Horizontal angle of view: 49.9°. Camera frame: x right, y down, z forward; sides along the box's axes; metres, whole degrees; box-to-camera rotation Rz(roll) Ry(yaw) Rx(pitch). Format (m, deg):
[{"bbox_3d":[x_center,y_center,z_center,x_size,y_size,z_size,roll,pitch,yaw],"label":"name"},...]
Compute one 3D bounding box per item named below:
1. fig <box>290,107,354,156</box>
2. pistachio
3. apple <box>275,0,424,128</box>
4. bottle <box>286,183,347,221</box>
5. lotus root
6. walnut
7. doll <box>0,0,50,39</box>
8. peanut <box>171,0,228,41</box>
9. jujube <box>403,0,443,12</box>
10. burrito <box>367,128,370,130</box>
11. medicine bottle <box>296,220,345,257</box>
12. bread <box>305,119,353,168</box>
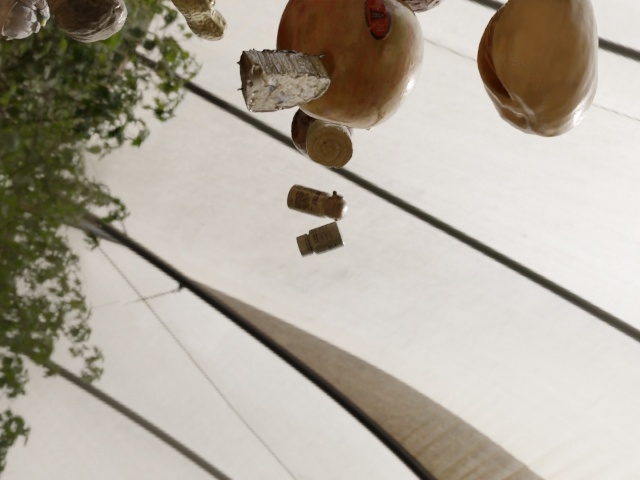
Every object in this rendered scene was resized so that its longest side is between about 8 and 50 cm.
[{"bbox_3d":[0.003,-0.381,2.423,0.263,0.224,0.224,-50,161,-86],"label":"fig"},{"bbox_3d":[0.418,-0.348,1.297,0.230,0.230,0.308,167,-68,-65],"label":"pistachio"},{"bbox_3d":[0.074,-0.474,1.773,0.391,0.392,0.346,-129,-124,-65],"label":"apple"},{"bbox_3d":[-0.006,-0.136,2.410,0.097,0.209,0.110,-22,125,-63],"label":"bottle"},{"bbox_3d":[-0.096,-0.348,1.510,0.170,0.261,0.074,-37,-107,45],"label":"lotus root"},{"bbox_3d":[-0.696,-0.706,2.060,0.224,0.224,0.224,-50,-151,41],"label":"walnut"},{"bbox_3d":[-0.684,-0.604,1.625,0.287,0.151,0.151,-60,-158,6],"label":"doll"},{"bbox_3d":[-0.368,-0.715,2.125,0.125,0.274,0.111,-15,-114,12],"label":"peanut"},{"bbox_3d":[0.202,-0.780,1.916,0.377,0.276,0.276,24,-86,37],"label":"jujube"},{"bbox_3d":[0.095,-0.402,2.173,0.051,0.171,0.042,-52,-161,32],"label":"burrito"},{"bbox_3d":[0.000,0.000,1.998,0.130,0.080,0.080,-20,-144,6],"label":"medicine bottle"},{"bbox_3d":[0.028,-0.309,2.170,0.141,0.148,0.134,-97,-148,-68],"label":"bread"}]
